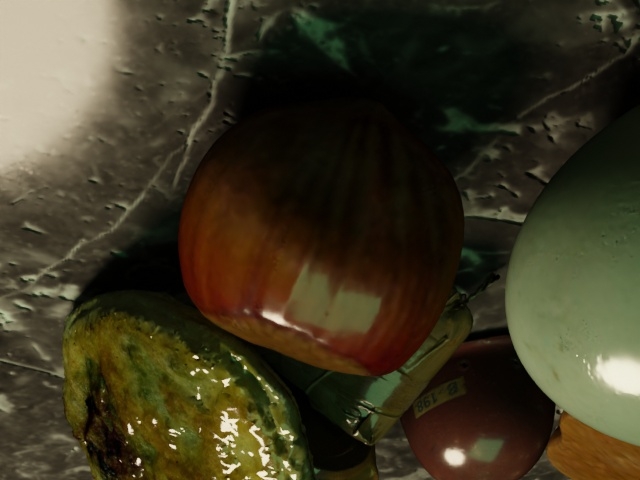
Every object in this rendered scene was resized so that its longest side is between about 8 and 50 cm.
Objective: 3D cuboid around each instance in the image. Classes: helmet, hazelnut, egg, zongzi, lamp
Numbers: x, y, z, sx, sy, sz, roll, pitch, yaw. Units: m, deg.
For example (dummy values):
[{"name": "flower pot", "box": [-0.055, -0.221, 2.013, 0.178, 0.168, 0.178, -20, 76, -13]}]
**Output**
[{"name": "helmet", "box": [0.156, 0.172, 1.291, 0.175, 0.106, 0.155, -29, 132, 19]}, {"name": "hazelnut", "box": [0.002, -0.004, 1.052, 0.210, 0.210, 0.186, 1, 163, -4]}, {"name": "egg", "box": [0.321, 0.010, 1.000, 0.389, 0.276, 0.276, -21, 134, 11]}, {"name": "zongzi", "box": [0.033, 0.056, 1.204, 0.178, 0.081, 0.189, 40, 100, 10]}, {"name": "lamp", "box": [-0.040, 0.212, 1.286, 0.161, 0.161, 0.185, 17, 132, -21]}]

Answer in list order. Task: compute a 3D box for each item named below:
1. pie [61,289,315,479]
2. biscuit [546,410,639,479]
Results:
[{"name": "pie", "box": [-0.123, 0.176, 1.176, 0.070, 0.323, 0.323, -31, 154, -40]}, {"name": "biscuit", "box": [0.385, 0.243, 1.256, 0.365, 0.062, 0.385, 39, 161, -12]}]
